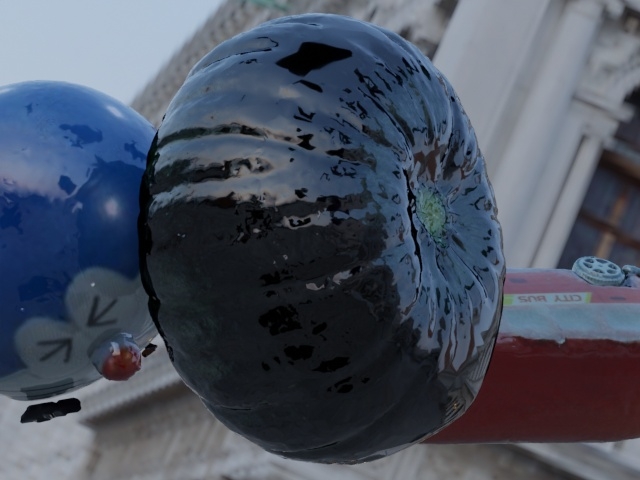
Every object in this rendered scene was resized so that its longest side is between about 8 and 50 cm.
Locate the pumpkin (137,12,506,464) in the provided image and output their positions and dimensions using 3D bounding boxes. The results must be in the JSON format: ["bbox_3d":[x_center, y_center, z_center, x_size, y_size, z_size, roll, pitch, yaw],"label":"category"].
[{"bbox_3d":[0.000,0.000,0.763,0.140,0.202,0.202,-12,-36,33],"label":"pumpkin"}]

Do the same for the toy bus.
[{"bbox_3d":[0.137,0.083,1.226,0.265,0.121,0.120,2,24,-19],"label":"toy bus"}]

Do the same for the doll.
[{"bbox_3d":[-0.143,0.003,0.903,0.161,0.215,0.257,63,5,-3],"label":"doll"}]
